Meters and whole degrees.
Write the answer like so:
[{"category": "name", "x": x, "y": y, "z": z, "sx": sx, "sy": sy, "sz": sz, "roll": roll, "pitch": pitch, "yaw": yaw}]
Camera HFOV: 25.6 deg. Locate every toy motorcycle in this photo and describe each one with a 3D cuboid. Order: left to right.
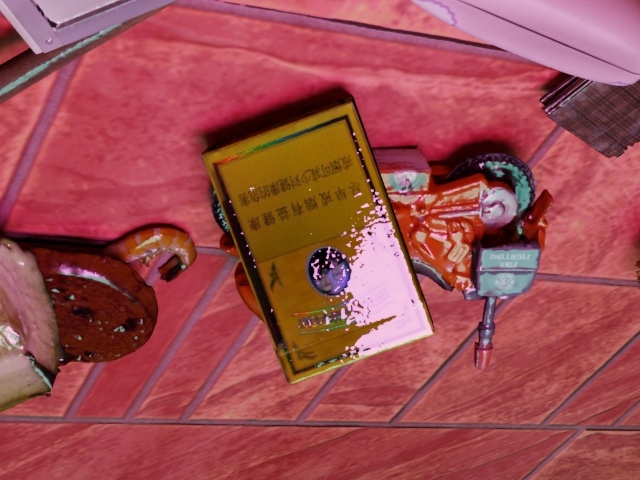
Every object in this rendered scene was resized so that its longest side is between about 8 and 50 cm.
[{"category": "toy motorcycle", "x": 0.056, "y": 0.016, "z": 1.349, "sx": 0.326, "sy": 0.147, "sz": 0.221, "roll": -1, "pitch": 122, "yaw": -10}]

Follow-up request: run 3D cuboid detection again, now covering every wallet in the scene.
[{"category": "wallet", "x": 0.316, "y": -0.167, "z": 1.264, "sx": 0.230, "sy": 0.042, "sz": 0.124, "roll": -37, "pitch": 139, "yaw": 26}]

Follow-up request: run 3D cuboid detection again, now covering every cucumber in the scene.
[{"category": "cucumber", "x": -0.379, "y": 0.103, "z": 1.288, "sx": 0.325, "sy": 0.105, "sz": 0.145, "roll": -22, "pitch": 121, "yaw": 26}]

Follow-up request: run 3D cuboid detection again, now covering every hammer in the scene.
[{"category": "hammer", "x": -0.154, "y": -0.165, "z": 1.044, "sx": 0.365, "sy": 0.111, "sz": 0.043, "roll": -29, "pitch": 111, "yaw": 8}]

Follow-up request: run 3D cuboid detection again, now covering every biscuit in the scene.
[{"category": "biscuit", "x": -0.251, "y": 0.062, "z": 1.347, "sx": 0.192, "sy": 0.049, "sz": 0.192, "roll": -2, "pitch": 145, "yaw": -1}]

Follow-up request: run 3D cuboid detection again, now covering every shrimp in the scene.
[{"category": "shrimp", "x": -0.181, "y": 0.021, "z": 1.358, "sx": 0.127, "sy": 0.025, "sz": 0.091, "roll": -14, "pitch": 151, "yaw": 5}]

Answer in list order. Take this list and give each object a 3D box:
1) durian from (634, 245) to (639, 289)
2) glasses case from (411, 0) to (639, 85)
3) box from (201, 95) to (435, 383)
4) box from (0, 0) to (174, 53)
[{"category": "durian", "x": 0.445, "y": 0.029, "z": 1.524, "sx": 0.193, "sy": 0.137, "sz": 0.237, "roll": -31, "pitch": 141, "yaw": 17}, {"category": "glasses case", "x": 0.154, "y": -0.199, "z": 1.086, "sx": 0.297, "sy": 0.113, "sz": 0.075, "roll": 15, "pitch": 138, "yaw": -38}, {"category": "box", "x": 0.000, "y": 0.000, "z": 1.240, "sx": 0.141, "sy": 0.220, "sz": 0.064, "roll": -19, "pitch": -169, "yaw": 4}, {"category": "box", "x": -0.184, "y": -0.234, "z": 0.920, "sx": 0.130, "sy": 0.086, "sz": 0.225, "roll": -21, "pitch": 147, "yaw": 8}]
